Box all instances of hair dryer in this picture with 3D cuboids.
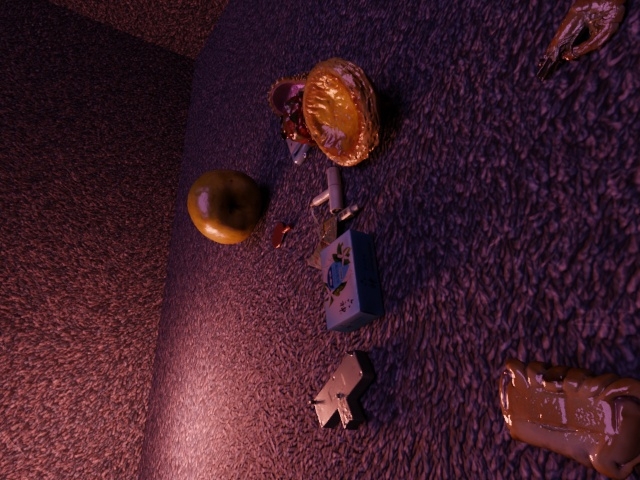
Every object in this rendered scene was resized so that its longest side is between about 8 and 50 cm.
[{"bbox_3d":[0.012,-0.121,1.512,0.183,0.044,0.154,-44,41,50],"label":"hair dryer"}]

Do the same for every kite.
[{"bbox_3d":[0.001,0.000,1.468,0.229,0.012,0.249,-56,42,43],"label":"kite"}]

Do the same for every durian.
[{"bbox_3d":[-0.116,-0.557,1.861,0.132,0.165,0.182,36,143,17],"label":"durian"}]

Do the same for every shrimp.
[{"bbox_3d":[0.457,-0.359,0.860,0.180,0.041,0.099,-53,51,32],"label":"shrimp"}]

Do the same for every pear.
[{"bbox_3d":[-0.390,-0.140,1.943,0.304,0.304,0.303,-31,52,51],"label":"pear"}]

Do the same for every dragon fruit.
[{"bbox_3d":[-0.047,-0.397,1.590,0.189,0.182,0.182,16,93,17],"label":"dragon fruit"}]

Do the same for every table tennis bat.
[{"bbox_3d":[-0.140,-0.028,1.746,0.155,0.019,0.098,-31,52,55],"label":"table tennis bat"}]

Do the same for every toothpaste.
[{"bbox_3d":[0.055,-0.062,1.415,0.204,0.032,0.049,-33,56,54],"label":"toothpaste"}]

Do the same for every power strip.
[{"bbox_3d":[0.058,0.388,1.188,0.215,0.061,0.145,-60,32,27],"label":"power strip"}]

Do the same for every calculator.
[{"bbox_3d":[-0.074,-0.366,1.754,0.121,0.039,0.210,-55,36,35],"label":"calculator"}]

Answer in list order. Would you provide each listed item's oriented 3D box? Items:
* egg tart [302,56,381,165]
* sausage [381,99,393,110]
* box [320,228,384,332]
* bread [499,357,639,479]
[{"bbox_3d":[0.078,-0.365,1.359,0.319,0.128,0.318,39,143,39],"label":"egg tart"},{"bbox_3d":[0.144,-0.375,1.396,0.025,0.028,0.198,-38,18,-25],"label":"sausage"},{"bbox_3d":[0.077,0.105,1.255,0.143,0.083,0.232,-39,45,45],"label":"box"},{"bbox_3d":[0.365,0.248,0.707,0.225,0.081,0.134,-2,82,57],"label":"bread"}]
